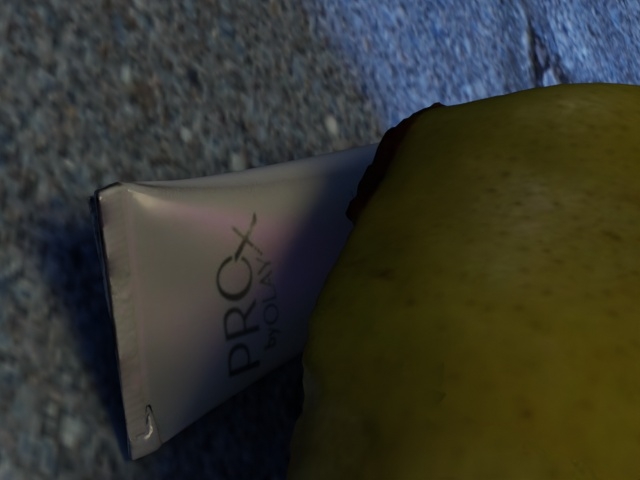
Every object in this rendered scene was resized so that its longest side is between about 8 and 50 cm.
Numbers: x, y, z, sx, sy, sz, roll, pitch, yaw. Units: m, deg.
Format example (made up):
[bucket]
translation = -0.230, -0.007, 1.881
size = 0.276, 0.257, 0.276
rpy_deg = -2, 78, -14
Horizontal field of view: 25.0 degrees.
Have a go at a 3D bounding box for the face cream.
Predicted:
[face cream]
translation = 0.000, 0.000, 0.565
size = 0.244, 0.058, 0.092
rpy_deg = -23, 109, -53

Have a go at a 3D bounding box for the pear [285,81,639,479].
[pear]
translation = 0.140, 0.130, 0.512
size = 0.340, 0.191, 0.386
rpy_deg = 24, 64, -56
